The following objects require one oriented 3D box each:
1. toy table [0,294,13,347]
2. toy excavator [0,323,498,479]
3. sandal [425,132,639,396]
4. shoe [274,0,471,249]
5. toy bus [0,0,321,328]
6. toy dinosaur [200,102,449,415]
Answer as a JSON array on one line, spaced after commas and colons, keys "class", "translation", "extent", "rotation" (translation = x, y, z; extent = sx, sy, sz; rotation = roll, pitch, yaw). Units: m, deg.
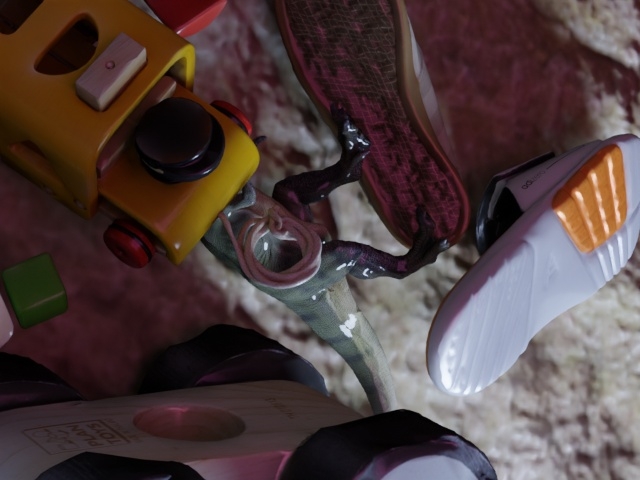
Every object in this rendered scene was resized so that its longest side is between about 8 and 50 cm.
[{"class": "toy table", "translation": [-0.246, -0.035, 0.651], "extent": [0.161, 0.252, 0.274], "rotation": [-24, 124, -14]}, {"class": "toy excavator", "translation": [-0.139, 0.294, 0.779], "extent": [0.433, 0.222, 0.445], "rotation": [-4, 102, -32]}, {"class": "sandal", "translation": [0.123, 0.001, 0.990], "extent": [0.265, 0.076, 0.102], "rotation": [-35, 132, -43]}, {"class": "shoe", "translation": [0.028, -0.095, 0.953], "extent": [0.076, 0.058, 0.219], "rotation": [-21, 101, 2]}, {"class": "toy bus", "translation": [-0.108, -0.068, 0.789], "extent": [0.202, 0.104, 0.191], "rotation": [-8, 71, -8]}, {"class": "toy dinosaur", "translation": [0.000, 0.000, 0.915], "extent": [0.118, 0.064, 0.268], "rotation": [-40, 110, 7]}]
